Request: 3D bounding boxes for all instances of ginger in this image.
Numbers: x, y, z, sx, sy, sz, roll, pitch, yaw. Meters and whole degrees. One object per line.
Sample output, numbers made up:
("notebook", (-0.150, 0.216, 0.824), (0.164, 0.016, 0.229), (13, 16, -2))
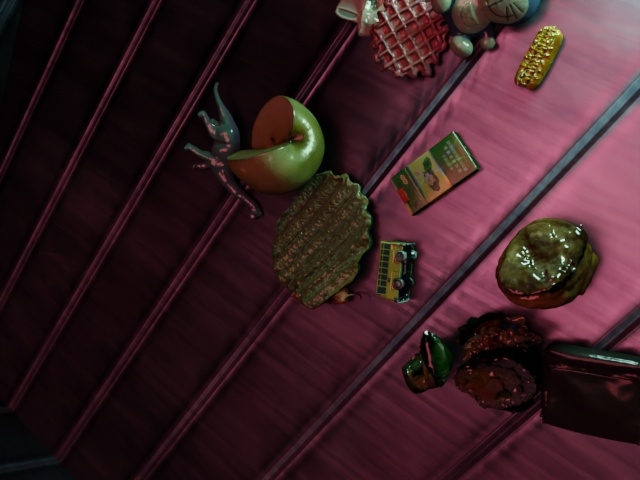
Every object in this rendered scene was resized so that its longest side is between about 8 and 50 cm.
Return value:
("ginger", (0.545, 0.076, 1.492), (0.200, 0.223, 0.269), (19, 65, 39))

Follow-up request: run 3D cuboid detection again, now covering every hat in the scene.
("hat", (0.157, -0.710, 1.777), (0.219, 0.164, 0.226), (-65, 24, 22))

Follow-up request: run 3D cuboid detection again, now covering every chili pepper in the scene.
("chili pepper", (0.307, 0.348, 1.696), (0.264, 0.116, 0.148), (112, 150, -64))
("chili pepper", (0.021, 0.179, 1.939), (0.268, 0.050, 0.059), (-7, 70, 34))

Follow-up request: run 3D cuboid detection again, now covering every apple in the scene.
("apple", (-0.124, -0.271, 1.881), (0.258, 0.233, 0.295), (-16, 43, 51))

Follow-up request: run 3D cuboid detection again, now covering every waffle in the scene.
("waffle", (0.247, -0.566, 1.694), (0.221, 0.055, 0.234), (16, 108, -2))

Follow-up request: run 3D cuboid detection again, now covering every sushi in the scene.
("sushi", (0.468, 0.306, 1.598), (0.238, 0.219, 0.225), (-11, 129, 17))

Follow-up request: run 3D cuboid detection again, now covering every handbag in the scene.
("handbag", (0.686, 0.379, 1.528), (0.247, 0.080, 0.223), (6, 104, 29))

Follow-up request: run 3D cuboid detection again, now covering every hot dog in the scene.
("hot dog", (0.560, -0.468, 1.556), (0.071, 0.045, 0.165), (35, 112, 27))

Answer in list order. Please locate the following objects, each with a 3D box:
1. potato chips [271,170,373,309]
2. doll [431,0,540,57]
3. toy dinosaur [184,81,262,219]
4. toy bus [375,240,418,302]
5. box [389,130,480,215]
("potato chips", (0.000, 0.000, 1.920), (0.429, 0.070, 0.358), (-48, 61, 22))
("doll", (0.435, -0.617, 1.565), (0.258, 0.154, 0.228), (-14, 119, 39))
("toy dinosaur", (-0.284, -0.303, 2.083), (0.331, 0.129, 0.383), (26, 106, 17))
("toy bus", (0.219, 0.089, 1.789), (0.101, 0.088, 0.175), (9, 96, 33))
("box", (0.322, -0.187, 1.732), (0.235, 0.034, 0.132), (-36, 75, 29))
